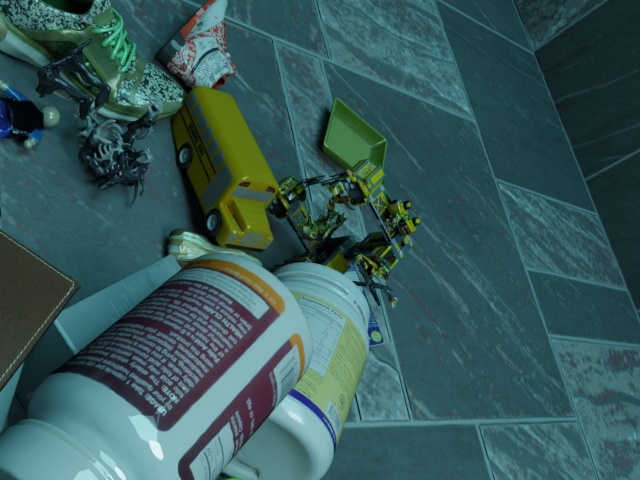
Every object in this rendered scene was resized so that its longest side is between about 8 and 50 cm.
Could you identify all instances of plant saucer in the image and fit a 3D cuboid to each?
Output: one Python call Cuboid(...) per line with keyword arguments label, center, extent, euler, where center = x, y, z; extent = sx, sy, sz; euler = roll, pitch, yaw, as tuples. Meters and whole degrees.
Cuboid(label="plant saucer", center=(0.077, -0.232, 1.895), extent=(0.188, 0.045, 0.188), euler=(37, 42, -24))

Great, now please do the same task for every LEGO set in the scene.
Cuboid(label="LEGO set", center=(0.000, 0.000, 1.430), extent=(0.192, 0.331, 0.254), euler=(-45, 122, -36))

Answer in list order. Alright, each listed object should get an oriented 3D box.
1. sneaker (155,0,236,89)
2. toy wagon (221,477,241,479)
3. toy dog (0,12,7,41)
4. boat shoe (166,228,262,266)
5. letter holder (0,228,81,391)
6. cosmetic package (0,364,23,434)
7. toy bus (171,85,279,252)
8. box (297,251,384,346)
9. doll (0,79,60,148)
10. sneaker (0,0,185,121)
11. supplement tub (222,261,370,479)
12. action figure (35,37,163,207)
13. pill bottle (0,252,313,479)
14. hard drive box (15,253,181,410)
Cuboid(label="sneaker", center=(-0.236, -0.419, 1.658), extent=(0.145, 0.090, 0.270), euler=(44, 43, -18))
Cuboid(label="toy wagon", center=(-0.136, 0.497, 1.144), extent=(0.345, 0.068, 0.267), euler=(7, 60, -45))
Cuboid(label="toy dog", center=(-0.610, -0.374, 1.122), extent=(0.220, 0.161, 0.334), euler=(52, 50, -3))
Cuboid(label="boat shoe", center=(-0.196, 0.043, 1.408), extent=(0.190, 0.068, 0.072), euler=(19, 64, -26))
Cuboid(label="letter holder", center=(-0.435, 0.116, 0.782), extent=(0.214, 0.152, 0.301), euler=(38, 43, -13))
Cuboid(label="cosmetic package", center=(-0.488, 0.246, 0.873), extent=(0.197, 0.155, 0.365), euler=(26, 48, -29))
Cuboid(label="toy bus", center=(-0.177, -0.135, 1.458), extent=(0.108, 0.130, 0.332), euler=(11, 40, -44))
Cuboid(label="box", center=(0.045, 0.126, 1.617), extent=(0.137, 0.036, 0.225), euler=(-3, 65, -47))
Cuboid(label="doll", center=(-0.509, -0.203, 1.249), extent=(0.189, 0.046, 0.129), euler=(-13, 75, -50))
Cuboid(label="sneaker", center=(-0.400, -0.356, 1.361), extent=(0.410, 0.182, 0.158), euler=(27, 47, -32))
Cuboid(label="supplement tub", center=(-0.055, 0.217, 1.284), extent=(0.241, 0.241, 0.331), euler=(44, 40, -16))
Cuboid(label="action figure", center=(-0.356, -0.194, 1.306), extent=(0.275, 0.141, 0.164), euler=(58, 33, -21))
Cuboid(label="pill bottle", center=(-0.199, 0.201, 0.923), extent=(0.224, 0.224, 0.392), euler=(52, 44, -6))
Cuboid(label="hard drive box", center=(-0.319, 0.129, 1.114), extent=(0.232, 0.181, 0.089), euler=(-32, 91, -51))
